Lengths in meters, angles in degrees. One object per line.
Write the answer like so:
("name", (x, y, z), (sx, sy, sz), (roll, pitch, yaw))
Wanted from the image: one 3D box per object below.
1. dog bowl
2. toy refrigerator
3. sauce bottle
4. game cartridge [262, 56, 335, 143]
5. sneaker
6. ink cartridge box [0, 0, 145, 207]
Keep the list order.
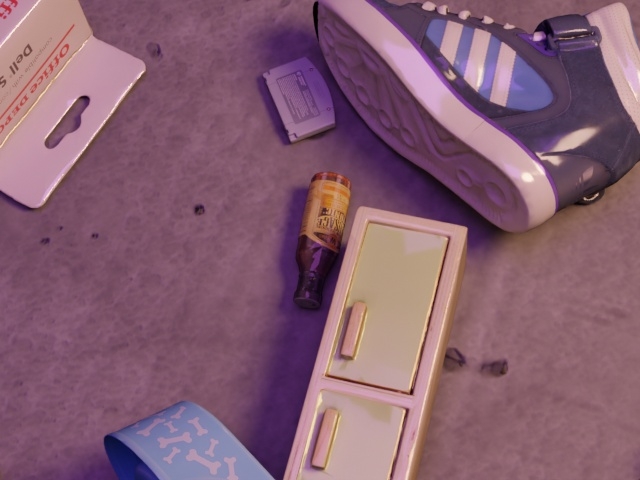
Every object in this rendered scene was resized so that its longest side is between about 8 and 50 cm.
("dog bowl", (-0.056, 0.248, 1.071), (0.074, 0.166, 0.297), (-38, 68, -23))
("toy refrigerator", (0.050, 0.113, 1.151), (0.102, 0.094, 0.269), (12, 69, 10))
("sauce bottle", (0.000, 0.000, 1.235), (0.042, 0.042, 0.128), (6, 69, 8))
("game cartridge", (-0.018, -0.139, 1.312), (0.056, 0.017, 0.083), (-22, 66, 0))
("sneaker", (0.175, -0.168, 1.257), (0.236, 0.130, 0.323), (-35, 63, -20))
("ink cartridge box", (-0.375, -0.204, 1.317), (0.353, 0.119, 0.207), (28, 72, 16))
